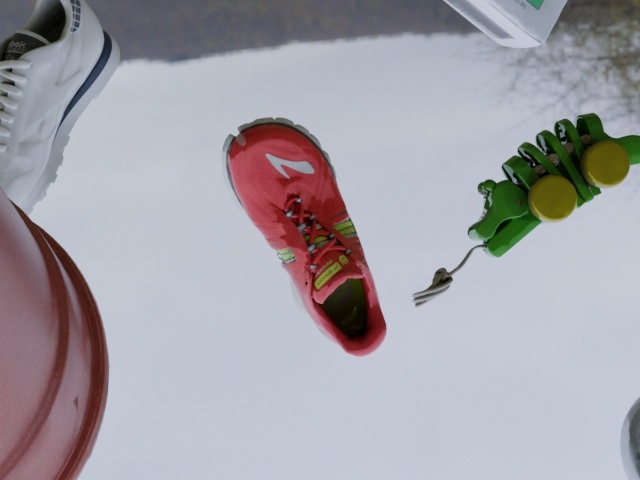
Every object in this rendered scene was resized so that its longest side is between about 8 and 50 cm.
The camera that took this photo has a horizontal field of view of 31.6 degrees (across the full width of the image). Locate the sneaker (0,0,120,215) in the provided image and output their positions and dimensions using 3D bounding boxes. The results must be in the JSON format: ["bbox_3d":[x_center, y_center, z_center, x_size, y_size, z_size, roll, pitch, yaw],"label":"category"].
[{"bbox_3d":[-0.267,-0.116,0.990,0.090,0.235,0.095,14,159,21],"label":"sneaker"}]

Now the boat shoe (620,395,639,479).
[{"bbox_3d":[0.227,0.083,0.437,0.226,0.083,0.076,-2,162,3],"label":"boat shoe"}]

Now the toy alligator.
[{"bbox_3d":[0.125,-0.030,0.696,0.190,0.051,0.056,-32,-179,-7],"label":"toy alligator"}]

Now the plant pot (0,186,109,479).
[{"bbox_3d":[-0.259,0.026,0.562,0.272,0.272,0.265,-8,153,-7],"label":"plant pot"}]

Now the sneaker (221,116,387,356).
[{"bbox_3d":[0.000,0.000,1.117,0.107,0.279,0.118,-32,-150,-3],"label":"sneaker"}]

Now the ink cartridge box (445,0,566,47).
[{"bbox_3d":[0.112,-0.259,0.682,0.181,0.224,0.056,31,176,-28],"label":"ink cartridge box"}]
